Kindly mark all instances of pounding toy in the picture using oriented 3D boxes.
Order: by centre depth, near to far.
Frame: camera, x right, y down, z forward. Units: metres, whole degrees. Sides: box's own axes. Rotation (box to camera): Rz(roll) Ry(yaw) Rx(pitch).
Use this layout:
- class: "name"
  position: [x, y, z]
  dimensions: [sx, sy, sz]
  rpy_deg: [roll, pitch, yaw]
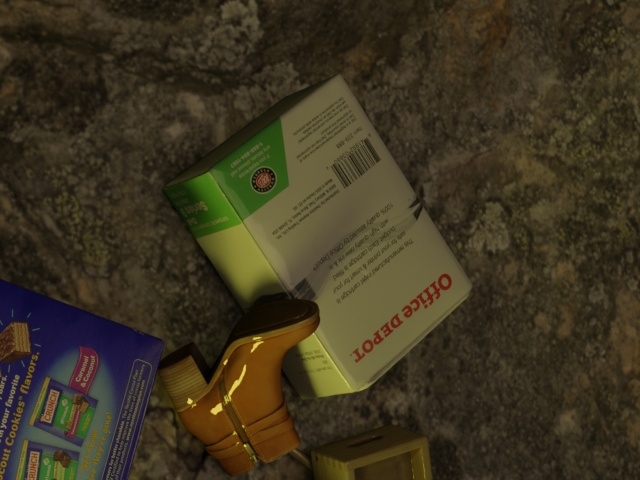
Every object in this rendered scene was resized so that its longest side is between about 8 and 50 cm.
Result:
- class: "pounding toy"
  position: [0.038, 0.265, 2.017]
  dimensions: [0.141, 0.100, 0.130]
  rpy_deg: [-14, 103, -31]

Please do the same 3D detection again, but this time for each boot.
- class: "boot"
  position: [-0.057, 0.155, 1.931]
  dimensions: [0.152, 0.197, 0.073]
  rpy_deg: [59, 22, -17]

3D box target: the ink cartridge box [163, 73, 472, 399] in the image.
- class: "ink cartridge box"
  position: [0.000, 0.000, 2.012]
  dimensions: [0.211, 0.121, 0.289]
  rpy_deg: [-38, 102, -31]

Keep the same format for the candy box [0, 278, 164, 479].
- class: "candy box"
  position: [-0.341, 0.171, 1.771]
  dimensions: [0.317, 0.122, 0.268]
  rpy_deg: [24, 71, -28]
